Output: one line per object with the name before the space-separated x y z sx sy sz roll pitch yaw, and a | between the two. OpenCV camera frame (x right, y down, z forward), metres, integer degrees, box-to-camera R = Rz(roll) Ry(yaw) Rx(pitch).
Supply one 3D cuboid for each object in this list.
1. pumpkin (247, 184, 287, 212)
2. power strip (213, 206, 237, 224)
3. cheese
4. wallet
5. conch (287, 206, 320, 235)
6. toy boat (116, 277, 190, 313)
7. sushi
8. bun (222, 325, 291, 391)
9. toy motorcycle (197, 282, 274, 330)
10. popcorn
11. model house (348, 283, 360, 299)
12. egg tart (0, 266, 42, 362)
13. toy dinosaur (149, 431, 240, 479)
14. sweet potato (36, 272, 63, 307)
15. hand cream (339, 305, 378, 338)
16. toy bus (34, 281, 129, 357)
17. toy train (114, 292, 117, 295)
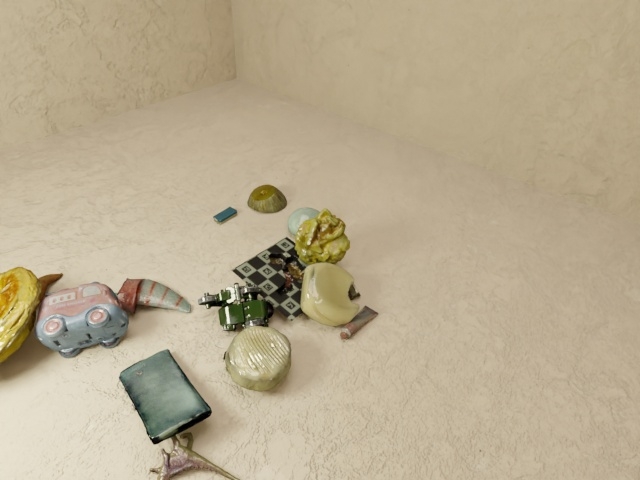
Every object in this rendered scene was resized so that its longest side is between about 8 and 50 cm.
pumpkin | -0.288 -0.240 2.430 0.218 0.110 0.217 1 44 -1
power strip | -0.489 -0.128 2.322 0.056 0.032 0.123 27 44 28
cheese | 0.034 0.212 1.819 0.233 0.127 0.265 20 48 -15
wallet | -0.511 0.488 1.460 0.191 0.046 0.379 -23 32 -31
conch | -0.054 -0.085 2.253 0.221 0.121 0.184 -15 71 -29
toy boat | -0.656 0.230 1.826 0.283 0.096 0.206 11 27 -5
sushi | -0.141 0.167 1.941 0.343 0.064 0.359 36 42 20
bun | -0.218 0.415 1.566 0.239 0.141 0.239 6 41 -5
toy motorcycle | -0.324 0.269 1.751 0.275 0.127 0.205 -12 76 3
popcorn | 0.000 0.000 1.951 0.259 0.259 0.212 30 57 30
model house | 0.126 0.212 1.928 0.058 0.057 0.083 -30 64 -1
egg tart | -1.142 0.298 1.564 0.444 0.178 0.443 -12 44 12
toy dinosaur | -0.385 0.652 1.324 0.252 0.072 0.199 -5 46 -24
sweet potato | -1.141 0.209 1.823 0.067 0.059 0.281 10 39 -6
hand cream | 0.150 0.324 1.793 0.067 0.043 0.210 27 38 27
toy bus | -0.854 0.263 1.626 0.294 0.197 0.231 -13 56 -17
toy train | -0.851 0.241 1.825 0.053 0.033 0.083 0 38 2
